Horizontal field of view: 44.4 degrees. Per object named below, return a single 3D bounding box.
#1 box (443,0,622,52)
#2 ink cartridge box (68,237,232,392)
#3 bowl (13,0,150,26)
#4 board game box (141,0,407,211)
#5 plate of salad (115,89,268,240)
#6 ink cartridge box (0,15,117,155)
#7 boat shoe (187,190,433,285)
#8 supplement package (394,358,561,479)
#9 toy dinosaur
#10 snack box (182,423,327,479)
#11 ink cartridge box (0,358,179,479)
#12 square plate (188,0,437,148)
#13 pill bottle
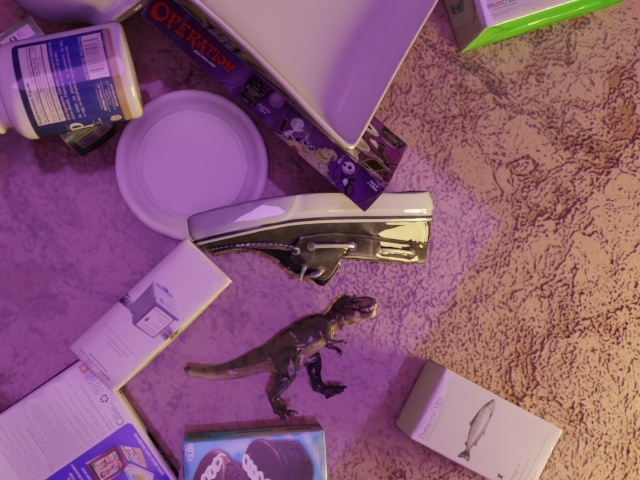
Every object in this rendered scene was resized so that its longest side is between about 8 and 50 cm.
[{"bbox_3d":[0.291,-0.418,1.078,0.262,0.127,0.231,-20,90,-7],"label":"box"},{"bbox_3d":[-0.207,0.092,0.989,0.082,0.139,0.191,45,83,-2],"label":"ink cartridge box"},{"bbox_3d":[-0.247,-0.345,0.941,0.298,0.298,0.134,-37,107,-7],"label":"bowl"},{"bbox_3d":[-0.042,-0.194,0.993,0.347,0.208,0.056,41,110,-4],"label":"board game box"},{"bbox_3d":[-0.170,-0.099,1.046,0.199,0.048,0.200,0,92,-9],"label":"plate of salad"},{"bbox_3d":[-0.352,-0.214,0.999,0.062,0.109,0.209,-38,92,-7],"label":"ink cartridge box"},{"bbox_3d":[0.000,0.000,1.012,0.335,0.121,0.119,-5,90,-18],"label":"boat shoe"},{"bbox_3d":[0.207,0.250,1.051,0.179,0.105,0.105,28,85,-5],"label":"supplement package"},{"bbox_3d":[-0.035,0.168,1.051,0.268,0.064,0.118,-24,84,-5],"label":"toy dinosaur"},{"bbox_3d":[-0.081,0.413,1.032,0.187,0.060,0.322,-3,88,-7],"label":"snack box"},{"bbox_3d":[-0.325,0.285,1.014,0.208,0.045,0.206,-34,91,-7],"label":"ink cartridge box"},{"bbox_3d":[-0.024,-0.331,0.917,0.347,0.049,0.344,41,58,-21],"label":"square plate"},{"bbox_3d":[-0.305,-0.176,0.891,0.186,0.112,0.112,-13,89,-7],"label":"pill bottle"}]
